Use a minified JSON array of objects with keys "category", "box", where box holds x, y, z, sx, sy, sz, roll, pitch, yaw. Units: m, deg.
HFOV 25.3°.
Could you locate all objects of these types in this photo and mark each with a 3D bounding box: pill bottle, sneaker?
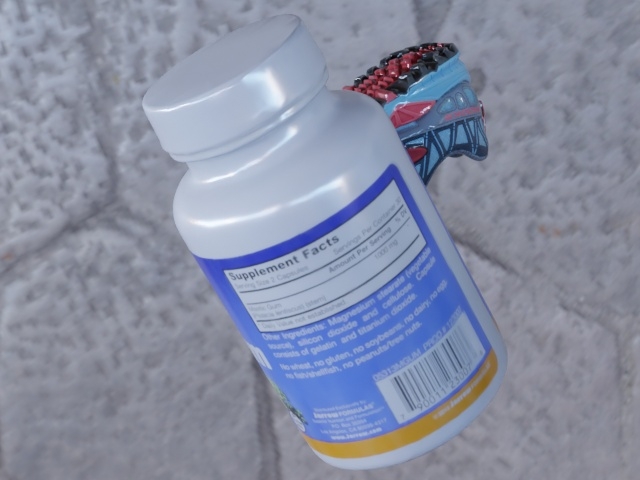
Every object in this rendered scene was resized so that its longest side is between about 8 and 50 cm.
[{"category":"pill bottle","box":[0.000,0.000,0.913,0.152,0.152,0.272,-17,115,30]},{"category":"sneaker","box":[0.027,-0.042,1.120,0.262,0.104,0.125,-34,110,-9]}]
